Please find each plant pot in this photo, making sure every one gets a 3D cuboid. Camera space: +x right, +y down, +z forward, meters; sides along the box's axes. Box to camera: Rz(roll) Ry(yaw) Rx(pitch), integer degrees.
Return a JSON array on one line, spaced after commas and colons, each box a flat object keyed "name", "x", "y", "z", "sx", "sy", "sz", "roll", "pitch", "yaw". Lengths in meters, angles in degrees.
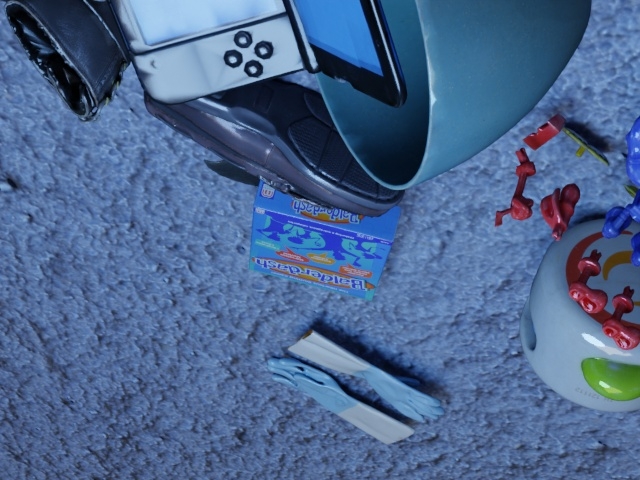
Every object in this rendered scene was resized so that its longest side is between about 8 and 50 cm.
[{"name": "plant pot", "x": 0.116, "y": -0.210, "z": 1.158, "sx": 0.195, "sy": 0.290, "sz": 0.290, "roll": -17, "pitch": 144, "yaw": -17}]

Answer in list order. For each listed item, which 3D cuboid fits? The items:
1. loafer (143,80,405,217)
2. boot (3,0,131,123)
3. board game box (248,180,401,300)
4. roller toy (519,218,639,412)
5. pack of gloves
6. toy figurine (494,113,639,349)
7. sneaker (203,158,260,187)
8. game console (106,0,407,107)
[{"name": "loafer", "x": -0.052, "y": -0.111, "z": 1.436, "sx": 0.302, "sy": 0.109, "sz": 0.095, "roll": 31, "pitch": 141, "yaw": -5}, {"name": "boot", "x": -0.181, "y": -0.197, "z": 1.266, "sx": 0.091, "sy": 0.229, "sz": 0.263, "roll": -11, "pitch": 134, "yaw": 38}, {"name": "board game box", "x": 0.000, "y": 0.000, "z": 1.551, "sx": 0.160, "sy": 0.047, "sz": 0.210, "roll": 14, "pitch": 159, "yaw": 1}, {"name": "roller toy", "x": 0.325, "y": 0.085, "z": 1.476, "sx": 0.191, "sy": 0.209, "sz": 0.146, "roll": 47, "pitch": 150, "yaw": 25}, {"name": "pack of gloves", "x": 0.050, "y": 0.191, "z": 1.835, "sx": 0.232, "sy": 0.046, "sz": 0.195, "roll": 31, "pitch": 151, "yaw": -14}, {"name": "toy figurine", "x": 0.376, "y": -0.007, "z": 1.284, "sx": 0.362, "sy": 0.191, "sz": 0.217, "roll": 44, "pitch": 138, "yaw": -6}, {"name": "sneaker", "x": -0.039, "y": -0.089, "z": 1.498, "sx": 0.170, "sy": 0.051, "sz": 0.089, "roll": -9, "pitch": 140, "yaw": 33}, {"name": "game console", "x": -0.084, "y": -0.235, "z": 1.079, "sx": 0.250, "sy": 0.173, "sz": 0.293, "roll": -14, "pitch": 118, "yaw": 12}]
